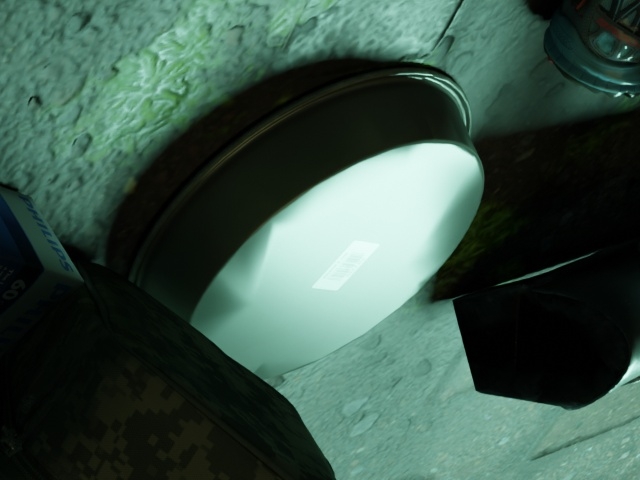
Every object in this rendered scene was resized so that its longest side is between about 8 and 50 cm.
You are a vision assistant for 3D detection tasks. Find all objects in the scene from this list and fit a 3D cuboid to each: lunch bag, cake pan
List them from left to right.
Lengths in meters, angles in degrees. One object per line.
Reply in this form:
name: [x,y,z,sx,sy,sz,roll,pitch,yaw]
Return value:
lunch bag: [-0.142,0.179,1.190,0.256,0.212,0.305,-52,-164,2]
cake pan: [0.000,0.000,1.398,0.293,0.054,0.293,-29,153,-16]

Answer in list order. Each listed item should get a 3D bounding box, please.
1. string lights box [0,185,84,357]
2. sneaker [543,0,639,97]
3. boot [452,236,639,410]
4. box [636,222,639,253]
string lights box: [-0.263,0.017,1.081,0.133,0.077,0.259,-42,153,13]
sneaker: [0.286,-0.184,1.386,0.262,0.104,0.125,-21,148,-29]
boot: [0.382,0.013,1.664,0.445,0.146,0.367,-14,173,-35]
box: [0.389,-0.083,1.429,0.293,0.073,0.295,-17,148,-6]
